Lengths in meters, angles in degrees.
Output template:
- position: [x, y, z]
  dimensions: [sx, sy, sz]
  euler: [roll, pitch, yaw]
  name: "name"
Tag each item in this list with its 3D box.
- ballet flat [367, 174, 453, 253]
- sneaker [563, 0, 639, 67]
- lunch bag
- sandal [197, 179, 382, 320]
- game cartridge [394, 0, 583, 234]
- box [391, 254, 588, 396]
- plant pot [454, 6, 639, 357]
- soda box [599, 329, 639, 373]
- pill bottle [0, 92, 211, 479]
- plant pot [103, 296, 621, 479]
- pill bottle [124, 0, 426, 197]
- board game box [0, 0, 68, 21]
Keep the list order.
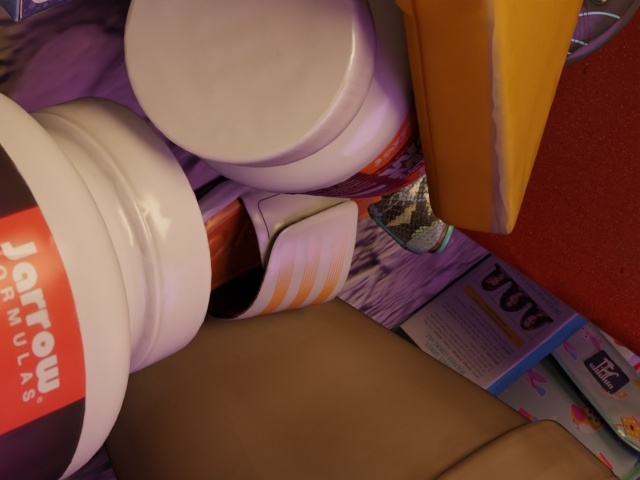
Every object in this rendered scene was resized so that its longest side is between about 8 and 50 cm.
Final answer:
- position: [0.080, -0.084, 0.908]
  dimensions: [0.070, 0.070, 0.188]
  euler: [78, 30, -64]
  name: "ballet flat"
- position: [0.102, -0.137, 0.825]
  dimensions: [0.267, 0.101, 0.106]
  euler: [-44, 155, 0]
  name: "sneaker"
- position: [0.240, 0.195, 1.483]
  dimensions: [0.262, 0.223, 0.160]
  euler: [-33, 163, -23]
  name: "lunch bag"
- position: [0.004, -0.007, 0.920]
  dimensions: [0.265, 0.076, 0.102]
  euler: [-25, 152, -37]
  name: "sandal"
- position: [0.092, -0.194, 0.595]
  dimensions: [0.323, 0.053, 0.285]
  euler: [68, 38, -63]
  name: "game cartridge"
- position: [0.174, 0.073, 1.319]
  dimensions: [0.244, 0.100, 0.060]
  euler: [-36, 157, -16]
  name: "box"
- position: [0.284, -0.094, 1.030]
  dimensions: [0.267, 0.267, 0.235]
  euler: [-25, 139, -37]
  name: "plant pot"
- position: [0.382, 0.168, 1.869]
  dimensions: [0.069, 0.074, 0.216]
  euler: [-33, 155, -23]
  name: "soda box"
- position: [-0.202, 0.042, 0.528]
  dimensions: [0.323, 0.181, 0.181]
  euler: [-23, 151, -40]
  name: "pill bottle"
- position: [0.000, 0.181, 0.983]
  dimensions: [0.323, 0.280, 0.323]
  euler: [-35, 156, -19]
  name: "plant pot"
- position: [-0.005, -0.082, 0.666]
  dimensions: [0.121, 0.121, 0.221]
  euler: [-48, 170, 11]
  name: "pill bottle"
- position: [-0.067, -0.189, 0.533]
  dimensions: [0.136, 0.035, 0.201]
  euler: [-29, 154, -31]
  name: "board game box"
